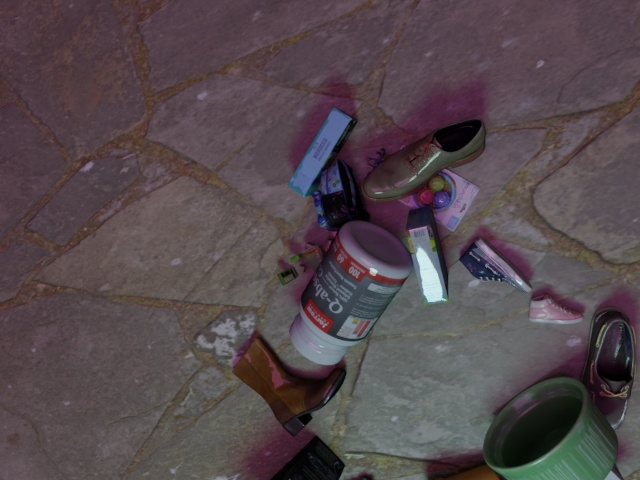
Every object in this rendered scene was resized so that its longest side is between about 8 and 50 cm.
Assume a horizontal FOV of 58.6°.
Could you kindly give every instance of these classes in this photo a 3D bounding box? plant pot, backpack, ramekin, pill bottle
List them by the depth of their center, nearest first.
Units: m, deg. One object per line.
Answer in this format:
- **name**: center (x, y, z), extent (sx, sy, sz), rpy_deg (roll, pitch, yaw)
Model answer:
- **ramekin**: center (0.565, 0.494, 1.394), extent (0.303, 0.303, 0.148), rpy_deg (-42, 93, 15)
- **pill bottle**: center (0.069, 0.145, 1.499), extent (0.210, 0.210, 0.363), rpy_deg (34, 118, 9)
- **plant pot**: center (0.407, 0.701, 1.517), extent (0.187, 0.205, 0.205), rpy_deg (-33, 87, 0)
- **backpack**: center (0.047, -0.123, 1.531), extent (0.116, 0.158, 0.173), rpy_deg (-16, 82, 19)

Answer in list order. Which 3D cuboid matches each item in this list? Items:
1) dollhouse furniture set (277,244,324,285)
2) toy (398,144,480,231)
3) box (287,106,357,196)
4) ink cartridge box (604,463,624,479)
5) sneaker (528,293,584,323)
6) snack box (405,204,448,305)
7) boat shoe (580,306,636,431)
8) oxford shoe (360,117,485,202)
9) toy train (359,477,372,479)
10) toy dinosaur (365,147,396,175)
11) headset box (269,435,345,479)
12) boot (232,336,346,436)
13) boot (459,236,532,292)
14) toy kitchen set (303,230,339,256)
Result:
- **dollhouse furniture set**: center (-0.053, 0.074, 1.598), extent (0.151, 0.058, 0.076), rpy_deg (-28, 89, 42)
- **toy**: center (0.285, -0.138, 1.517), extent (0.237, 0.056, 0.137), rpy_deg (31, 104, 10)
- **box**: center (0.007, -0.239, 1.557), extent (0.060, 0.100, 0.244), rpy_deg (34, 104, 8)
- **ink cartridge box**: center (0.713, 0.579, 1.448), extent (0.088, 0.122, 0.052), rpy_deg (44, 105, 6)
- **sneaker**: center (0.606, 0.175, 1.468), extent (0.134, 0.051, 0.070), rpy_deg (0, 101, 19)
- **snack box**: center (0.275, 0.036, 1.457), extent (0.070, 0.174, 0.207), rpy_deg (-13, 105, 16)
- **boat shoe**: center (0.728, 0.335, 1.431), extent (0.116, 0.096, 0.325), rpy_deg (3, 97, 14)
- **oxford shoe**: center (0.254, -0.214, 1.440), extent (0.348, 0.130, 0.123), rpy_deg (-30, 70, 0)
- **toy train**: center (0.153, 0.768, 1.644), extent (0.184, 0.080, 0.105), rpy_deg (44, 96, 9)
- **toy dinosaur**: center (0.156, -0.206, 1.544), extent (0.090, 0.047, 0.082), rpy_deg (20, 132, 17)
- **headset box**: center (-0.082, 0.724, 1.592), extent (0.131, 0.283, 0.246), rpy_deg (44, 104, 7)
- **boot**: center (-0.092, 0.389, 1.677), extent (0.280, 0.096, 0.264), rpy_deg (45, 112, 14)
- **boot**: center (0.458, 0.084, 1.497), extent (0.190, 0.069, 0.086), rpy_deg (46, 112, 14)
- **toy kitchen set**: center (0.000, 0.000, 1.600), extent (0.075, 0.068, 0.083), rpy_deg (23, 101, 11)
